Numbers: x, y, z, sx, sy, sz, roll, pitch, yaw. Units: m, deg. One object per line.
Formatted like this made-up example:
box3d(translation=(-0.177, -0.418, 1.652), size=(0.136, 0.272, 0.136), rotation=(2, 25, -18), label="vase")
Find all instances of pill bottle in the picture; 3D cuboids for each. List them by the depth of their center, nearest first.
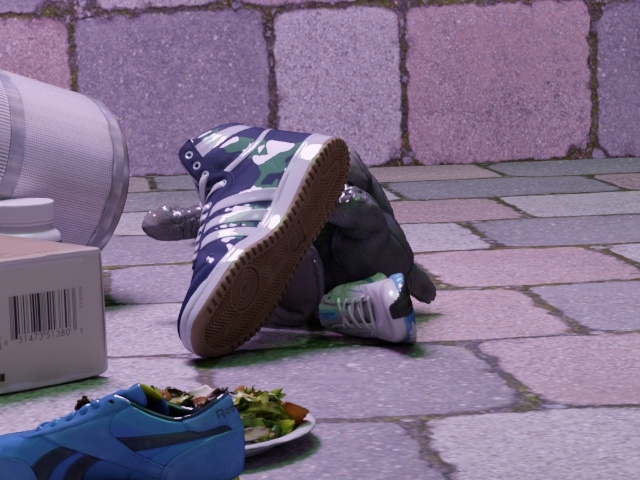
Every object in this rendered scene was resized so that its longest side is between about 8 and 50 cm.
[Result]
box3d(translation=(-0.311, 0.026, 1.999), size=(0.078, 0.137, 0.078), rotation=(-1, 7, 0), label="pill bottle")

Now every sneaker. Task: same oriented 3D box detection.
box3d(translation=(-0.152, 0.136, 1.321), size=(0.209, 0.082, 0.069), rotation=(-1, 9, 17), label="sneaker")
box3d(translation=(0.043, 0.073, 1.881), size=(0.083, 0.071, 0.190), rotation=(-9, 0, -11), label="sneaker")
box3d(translation=(-0.099, -0.008, 1.888), size=(0.153, 0.099, 0.282), rotation=(16, 55, 28), label="sneaker")

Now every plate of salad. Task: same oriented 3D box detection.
box3d(translation=(-0.103, 0.134, 1.455), size=(0.200, 0.048, 0.200), rotation=(-1, 8, 0), label="plate of salad")

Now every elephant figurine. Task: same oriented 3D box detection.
box3d(translation=(-0.036, 0.016, 2.028), size=(0.239, 0.186, 0.169), rotation=(-30, -33, 8), label="elephant figurine")

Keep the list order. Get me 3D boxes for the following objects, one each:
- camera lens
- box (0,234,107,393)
box3d(translation=(-0.369, -0.081, 2.121), size=(0.274, 0.219, 0.219), rotation=(15, -6, -43), label="camera lens")
box3d(translation=(-0.350, 0.061, 1.797), size=(0.148, 0.121, 0.311), rotation=(-9, 11, -42), label="box")
